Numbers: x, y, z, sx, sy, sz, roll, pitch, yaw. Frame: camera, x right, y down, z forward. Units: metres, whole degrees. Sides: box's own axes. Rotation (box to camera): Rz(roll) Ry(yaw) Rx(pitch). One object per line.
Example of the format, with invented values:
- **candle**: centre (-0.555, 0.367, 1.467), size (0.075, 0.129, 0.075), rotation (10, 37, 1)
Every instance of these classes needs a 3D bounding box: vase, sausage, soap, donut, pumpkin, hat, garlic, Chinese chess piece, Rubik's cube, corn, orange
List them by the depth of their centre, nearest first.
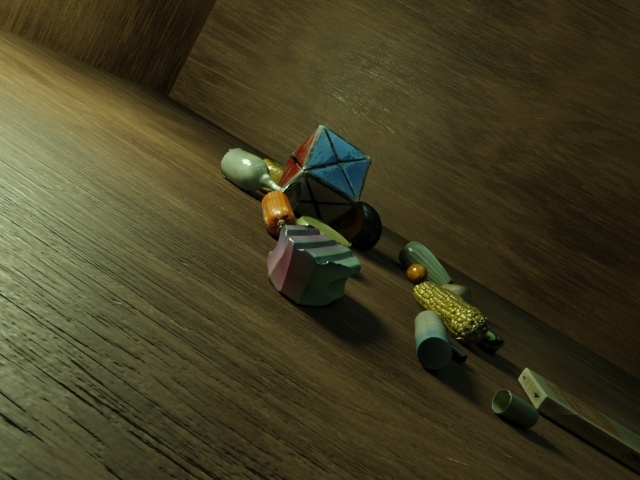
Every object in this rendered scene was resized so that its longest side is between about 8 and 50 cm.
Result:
- **soap**: centre (-0.020, 0.052, 1.229), size (0.193, 0.109, 0.324), rotation (32, 9, 13)
- **sausage**: centre (-0.127, -0.077, 1.627), size (0.093, 0.092, 0.312), rotation (28, 11, -14)
- **Chinese chess piece**: centre (0.000, 0.000, 1.655), size (0.189, 0.083, 0.188), rotation (32, 11, -7)
- **corn**: centre (0.397, 0.214, 1.655), size (0.115, 0.115, 0.318), rotation (25, 11, -30)
- **hat**: centre (0.518, 0.311, 1.663), size (0.077, 0.059, 0.076), rotation (37, -6, 6)
- **Rubik's cube**: centre (0.008, -0.235, 2.075), size (0.260, 0.259, 0.255), rotation (33, -34, -17)
- **orange**: centre (0.377, 0.129, 2.112), size (0.084, 0.083, 0.083), rotation (29, 10, -5)
- **garlic**: centre (0.519, 0.213, 2.149), size (0.129, 0.090, 0.198), rotation (18, 5, 44)
- **pumpkin**: centre (0.117, -0.046, 2.230), size (0.281, 0.189, 0.139), rotation (-19, -28, 39)
- **donut**: centre (-0.158, -0.238, 2.252), size (0.262, 0.128, 0.208), rotation (18, 16, -47)
- **vase**: centre (0.451, 0.115, 2.304), size (0.248, 0.128, 0.128), rotation (44, 14, 22)

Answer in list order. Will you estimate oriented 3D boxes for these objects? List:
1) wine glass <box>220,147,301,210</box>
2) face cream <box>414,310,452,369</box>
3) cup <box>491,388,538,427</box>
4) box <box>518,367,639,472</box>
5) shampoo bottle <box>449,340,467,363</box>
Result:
- **wine glass**: centre (-0.216, -0.218, 1.947), size (0.321, 0.143, 0.143), rotation (35, 11, 24)
- **face cream**: centre (0.258, 0.226, 1.258), size (0.077, 0.077, 0.250), rotation (31, 10, 5)
- **cup**: centre (0.402, 0.357, 1.136), size (0.083, 0.075, 0.054), rotation (31, 46, -15)
- **box**: centre (0.697, 0.472, 1.385), size (0.365, 0.051, 0.204), rotation (31, 10, 3)
- **shampoo bottle**: centre (0.318, 0.264, 1.391), size (0.048, 0.027, 0.137), rotation (39, 1, -45)
